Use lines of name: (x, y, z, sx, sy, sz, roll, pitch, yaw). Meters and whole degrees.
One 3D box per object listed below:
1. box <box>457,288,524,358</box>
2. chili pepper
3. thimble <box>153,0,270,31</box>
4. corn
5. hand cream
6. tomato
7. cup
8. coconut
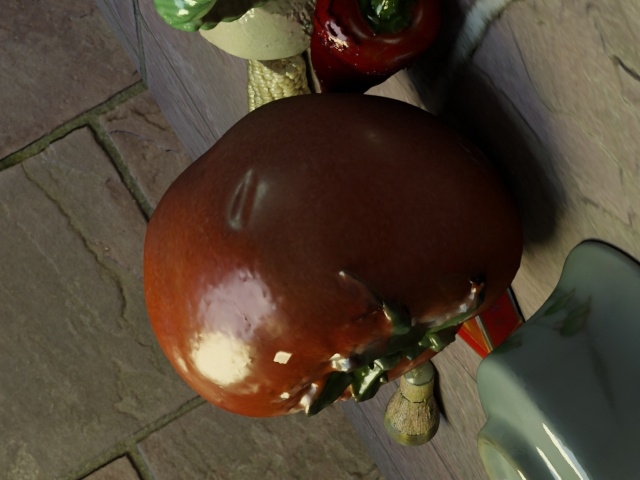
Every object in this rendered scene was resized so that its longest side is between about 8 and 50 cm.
box: (0.154, 0.041, 1.754, 0.112, 0.048, 0.175, 45, 163, 54)
chili pepper: (0.040, -0.182, 1.459, 0.110, 0.110, 0.387, 59, 173, 2)
thimble: (-0.061, -0.278, 1.386, 0.150, 0.219, 0.219, 60, 172, 0)
corn: (-0.049, -0.189, 2.061, 0.087, 0.087, 0.211, 56, 166, 21)
hand cream: (0.134, 0.225, 2.435, 0.084, 0.084, 0.203, 56, 166, 24)
tomato: (0.000, 0.000, 1.514, 0.273, 0.341, 0.341, 62, 173, 17)
cup: (0.239, 0.187, 1.384, 0.347, 0.163, 0.347, 58, 171, 14)
coconut: (-0.057, -0.261, 1.572, 0.171, 0.171, 0.183, 54, 173, 31)
